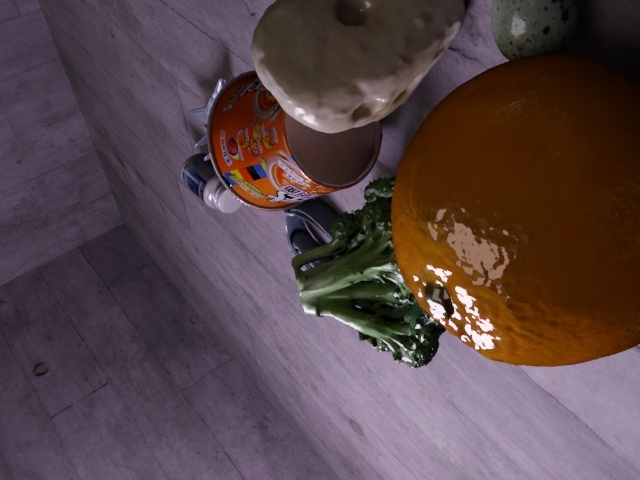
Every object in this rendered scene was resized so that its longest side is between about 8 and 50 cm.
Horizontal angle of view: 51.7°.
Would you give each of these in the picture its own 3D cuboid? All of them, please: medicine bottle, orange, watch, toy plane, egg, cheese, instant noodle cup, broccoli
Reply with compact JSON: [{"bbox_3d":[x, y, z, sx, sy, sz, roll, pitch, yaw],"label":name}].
[{"bbox_3d":[-0.287,-0.152,1.771,0.191,0.107,0.107,39,150,39],"label":"medicine bottle"},{"bbox_3d":[0.218,-0.024,0.658,0.312,0.312,0.312,45,153,30],"label":"orange"},{"bbox_3d":[0.000,0.000,1.428,0.206,0.068,0.193,50,152,13],"label":"watch"},{"bbox_3d":[-0.226,-0.291,1.520,0.212,0.088,0.267,51,148,15],"label":"toy plane"},{"bbox_3d":[0.216,-0.232,0.674,0.085,0.085,0.110,9,123,61],"label":"egg"},{"bbox_3d":[0.031,-0.235,0.866,0.174,0.247,0.251,58,164,6],"label":"cheese"},{"bbox_3d":[-0.032,-0.175,1.083,0.192,0.250,0.251,0,118,53],"label":"instant noodle cup"},{"bbox_3d":[0.093,0.050,1.061,0.308,0.274,0.308,171,90,-83],"label":"broccoli"}]
